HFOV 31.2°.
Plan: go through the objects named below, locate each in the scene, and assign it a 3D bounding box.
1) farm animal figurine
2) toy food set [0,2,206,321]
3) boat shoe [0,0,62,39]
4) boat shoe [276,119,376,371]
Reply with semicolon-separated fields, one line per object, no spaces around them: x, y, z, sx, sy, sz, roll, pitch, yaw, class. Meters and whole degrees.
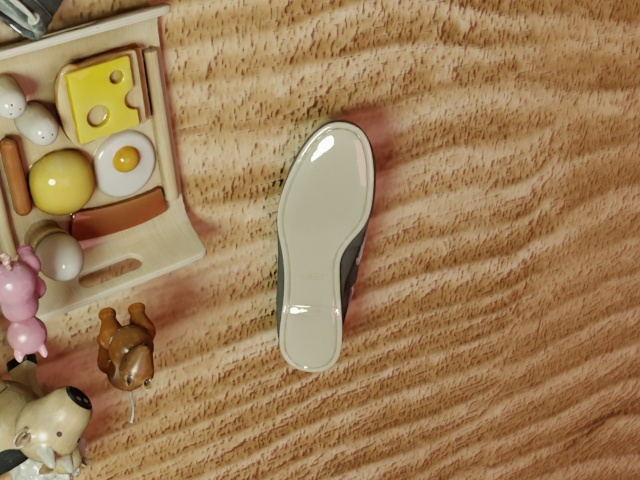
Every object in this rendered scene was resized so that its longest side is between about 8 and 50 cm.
-0.323;0.167;1.141;0.330;0.172;0.327;15;132;-40;farm animal figurine
-0.232;-0.076;1.164;0.220;0.092;0.306;-22;130;-24;toy food set
-0.336;-0.263;0.946;0.306;0.113;0.105;30;84;-54;boat shoe
0.000;0.000;1.411;0.112;0.095;0.335;8;115;-1;boat shoe
